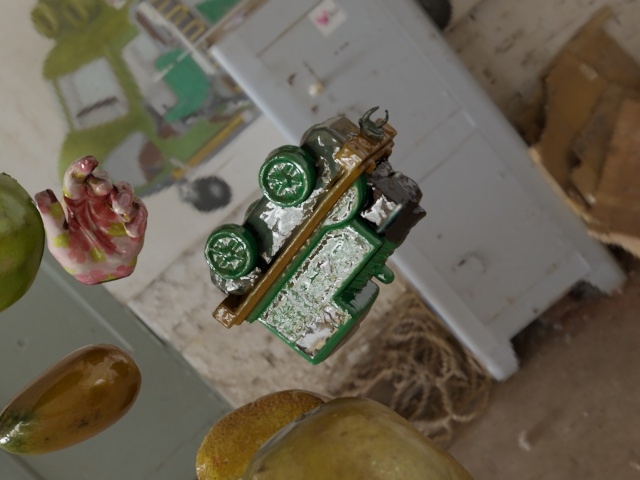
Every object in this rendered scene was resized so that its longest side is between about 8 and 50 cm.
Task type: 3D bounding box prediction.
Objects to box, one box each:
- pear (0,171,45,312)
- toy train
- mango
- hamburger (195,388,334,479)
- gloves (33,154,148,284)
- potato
[{"bbox_3d":[-0.443,0.018,1.373,0.187,0.187,0.219,-27,16,39],"label":"pear"},{"bbox_3d":[0.000,0.000,1.599,0.429,0.249,0.178,-51,-5,27],"label":"toy train"},{"bbox_3d":[-0.363,0.234,1.611,0.221,0.120,0.151,-32,-13,-12],"label":"mango"},{"bbox_3d":[-0.070,0.326,1.795,0.283,0.144,0.156,-29,45,1],"label":"hamburger"},{"bbox_3d":[-0.320,-0.040,1.592,0.126,0.145,0.241,-83,0,-49],"label":"gloves"},{"bbox_3d":[0.021,0.320,1.120,0.290,0.296,0.397,-36,-2,-33],"label":"potato"}]
